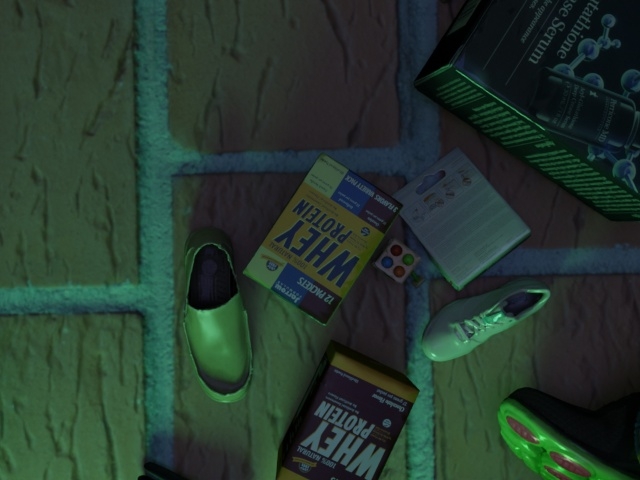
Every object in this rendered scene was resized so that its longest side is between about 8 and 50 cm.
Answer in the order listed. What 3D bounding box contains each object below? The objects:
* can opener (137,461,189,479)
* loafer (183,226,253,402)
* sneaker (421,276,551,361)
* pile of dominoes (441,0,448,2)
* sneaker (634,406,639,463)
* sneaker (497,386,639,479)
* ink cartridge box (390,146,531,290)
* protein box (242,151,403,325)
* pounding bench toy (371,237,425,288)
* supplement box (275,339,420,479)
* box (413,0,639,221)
[{"bbox_3d":[-0.191,0.393,1.421,0.186,0.073,0.059,35,96,8],"label":"can opener"},{"bbox_3d":[-0.161,0.113,1.410,0.102,0.092,0.268,-11,89,-2],"label":"loafer"},{"bbox_3d":[0.250,0.115,1.424,0.212,0.094,0.080,-30,91,-2],"label":"sneaker"},{"bbox_3d":[0.284,-0.464,1.480,0.251,0.040,0.195,-28,89,-11],"label":"pile of dominoes"},{"bbox_3d":[0.502,0.308,1.274,0.131,0.112,0.296,26,68,-20],"label":"sneaker"},{"bbox_3d":[0.496,0.301,1.411,0.483,0.185,0.202,16,67,-3],"label":"sneaker"},{"bbox_3d":[0.213,-0.033,1.463,0.145,0.045,0.179,-37,72,-2],"label":"ink cartridge box"},{"bbox_3d":[0.000,0.000,1.364,0.136,0.201,0.199,33,88,-1],"label":"protein box"},{"bbox_3d":[0.127,0.041,1.435,0.083,0.065,0.052,37,87,-1],"label":"pounding bench toy"},{"bbox_3d":[0.034,0.265,1.364,0.129,0.191,0.194,25,89,-1],"label":"supplement box"},{"bbox_3d":[0.389,-0.248,1.359,0.396,0.212,0.293,32,87,-8],"label":"box"}]
